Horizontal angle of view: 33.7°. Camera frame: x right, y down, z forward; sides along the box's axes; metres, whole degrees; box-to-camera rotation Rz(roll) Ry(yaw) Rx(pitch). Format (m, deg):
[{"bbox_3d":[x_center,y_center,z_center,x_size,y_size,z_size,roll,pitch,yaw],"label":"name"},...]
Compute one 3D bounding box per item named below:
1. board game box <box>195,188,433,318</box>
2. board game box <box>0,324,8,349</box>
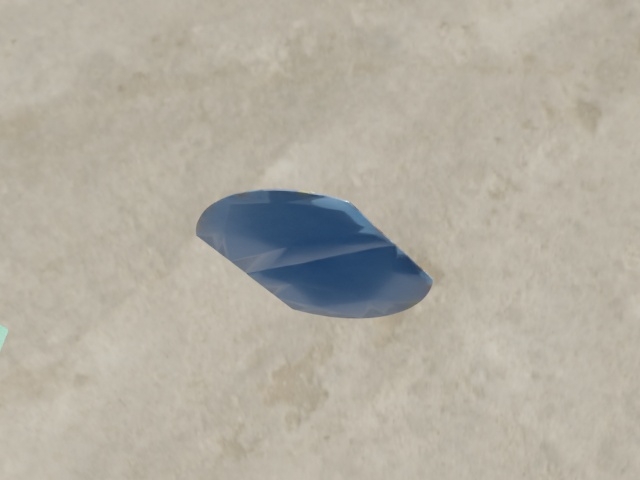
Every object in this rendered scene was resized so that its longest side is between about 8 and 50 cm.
[{"bbox_3d":[0.000,0.000,0.740,0.133,0.168,0.033,-13,51,38],"label":"board game box"},{"bbox_3d":[-0.402,0.078,0.927,0.210,0.160,0.047,-17,47,39],"label":"board game box"}]
